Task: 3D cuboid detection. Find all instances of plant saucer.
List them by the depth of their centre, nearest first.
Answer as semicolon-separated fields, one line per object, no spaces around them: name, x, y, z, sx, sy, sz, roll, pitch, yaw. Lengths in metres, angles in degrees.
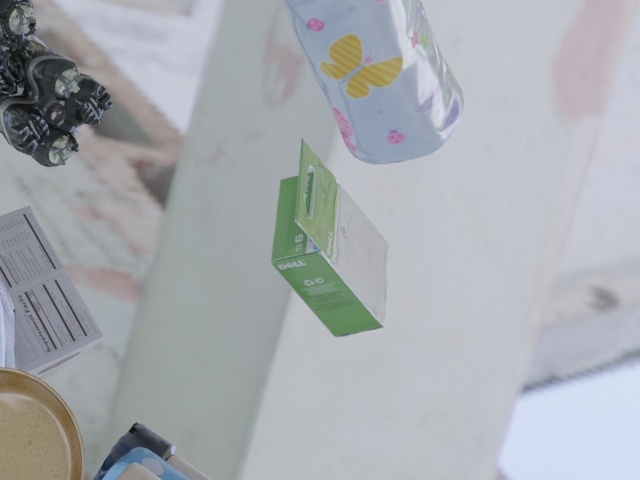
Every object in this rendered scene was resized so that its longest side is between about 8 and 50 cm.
plant saucer;-0.138;0.096;0.797;0.083;0.083;0.015;19;179;15

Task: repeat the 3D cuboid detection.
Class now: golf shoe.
golf shoe;-0.268;-0.155;1.401;0.120;0.105;0.273;33;165;31

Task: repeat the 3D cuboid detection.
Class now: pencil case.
pencil case;0.035;-0.187;1.555;0.113;0.273;0.124;-9;-130;18

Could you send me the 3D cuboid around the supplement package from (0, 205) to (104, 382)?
supplement package;-0.441;0.115;2.400;0.145;0.262;0.204;-24;-99;-43

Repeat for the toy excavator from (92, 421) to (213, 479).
toy excavator;-0.199;0.358;1.946;0.222;0.433;0.445;35;-154;5

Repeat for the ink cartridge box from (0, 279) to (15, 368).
ink cartridge box;-0.444;0.142;1.798;0.270;0.151;0.395;-15;-137;5

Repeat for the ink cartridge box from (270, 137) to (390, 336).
ink cartridge box;0.000;0.000;1.928;0.062;0.109;0.209;-12;142;24
